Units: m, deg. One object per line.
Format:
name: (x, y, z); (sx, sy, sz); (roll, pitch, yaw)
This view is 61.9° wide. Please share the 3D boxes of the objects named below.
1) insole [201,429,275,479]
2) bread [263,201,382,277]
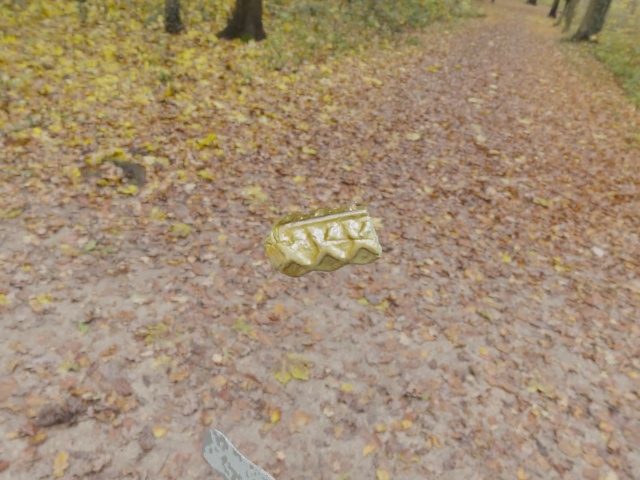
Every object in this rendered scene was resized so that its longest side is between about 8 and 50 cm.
insole: (-0.095, 0.323, 0.707); (0.193, 0.065, 0.006); (31, 13, 33)
bread: (0.000, 0.000, 0.504); (0.110, 0.060, 0.066); (-11, 55, 12)
